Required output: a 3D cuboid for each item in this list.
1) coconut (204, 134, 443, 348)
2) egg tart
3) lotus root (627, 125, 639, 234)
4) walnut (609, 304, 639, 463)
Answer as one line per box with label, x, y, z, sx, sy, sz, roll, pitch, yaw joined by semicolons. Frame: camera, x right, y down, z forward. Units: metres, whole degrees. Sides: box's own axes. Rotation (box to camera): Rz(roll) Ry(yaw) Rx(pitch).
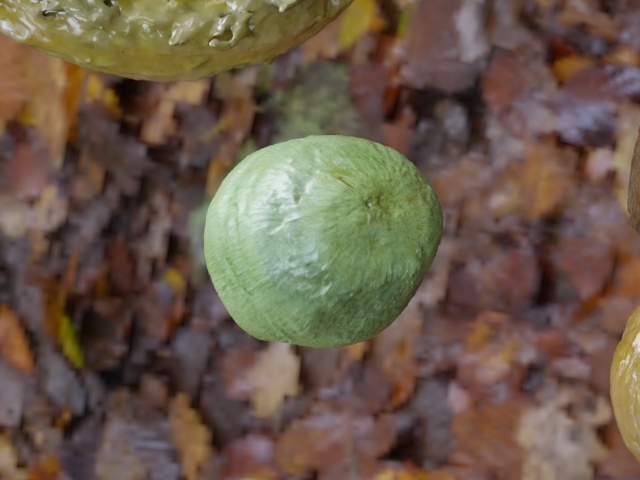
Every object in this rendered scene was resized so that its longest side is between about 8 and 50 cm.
coconut;0.000;0.000;0.759;0.096;0.088;0.088;159;115;-69
egg tart;-0.101;-0.204;1.053;0.118;0.288;0.288;127;142;-70
lotus root;0.245;-0.032;1.038;0.170;0.261;0.074;5;100;15
walnut;0.307;0.123;1.540;0.159;0.206;0.159;-24;27;13
